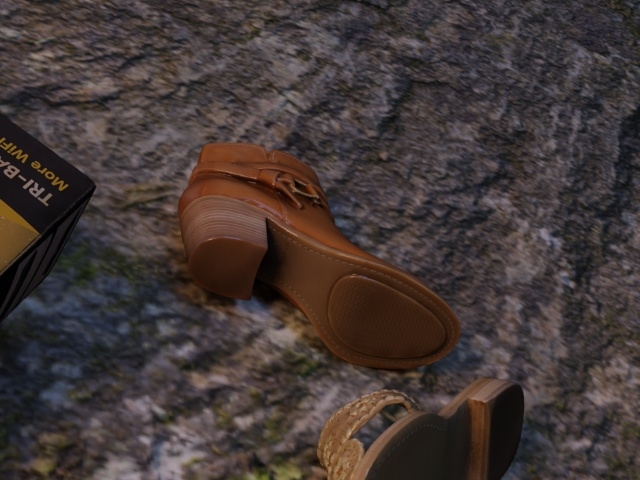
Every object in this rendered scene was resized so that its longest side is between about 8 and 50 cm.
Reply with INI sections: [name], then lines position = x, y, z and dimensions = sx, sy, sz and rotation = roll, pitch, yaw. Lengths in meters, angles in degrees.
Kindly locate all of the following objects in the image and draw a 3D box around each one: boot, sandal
[boot]
position = 0.000, 0.000, 0.918
dimensions = 0.197, 0.073, 0.152
rotation = 25, 25, -16
[sandal]
position = 0.039, 0.124, 0.777
dimensions = 0.079, 0.088, 0.240
rotation = 8, 10, 27

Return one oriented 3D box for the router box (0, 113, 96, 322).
[router box]
position = -0.295, -0.034, 0.615
dimensions = 0.308, 0.081, 0.243
rotation = 35, 39, 0
